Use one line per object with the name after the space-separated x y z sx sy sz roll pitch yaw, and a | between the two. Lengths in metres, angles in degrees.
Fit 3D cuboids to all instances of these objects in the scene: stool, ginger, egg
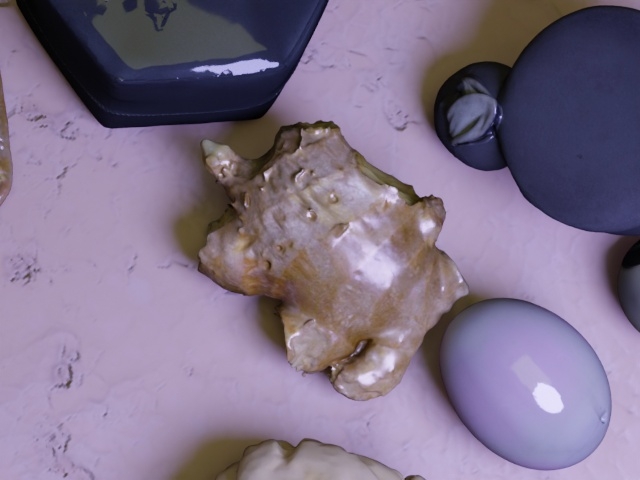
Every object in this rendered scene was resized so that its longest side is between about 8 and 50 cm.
0.202 -0.091 1.197 0.228 0.139 0.153 31 103 29 | stool
-0.099 -0.191 1.175 0.232 0.141 0.232 2 77 -8 | stool
0.000 0.000 1.171 0.216 0.102 0.157 41 101 -4 | ginger
0.143 0.099 1.169 0.135 0.103 0.103 46 75 -2 | egg

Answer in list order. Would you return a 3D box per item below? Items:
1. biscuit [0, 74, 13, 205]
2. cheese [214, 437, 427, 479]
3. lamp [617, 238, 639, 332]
-0.258 -0.085 1.189 0.071 0.018 0.147 -7 78 -10 | biscuit
-0.007 0.250 1.109 0.214 0.117 0.226 17 80 1 | cheese
0.287 0.064 1.219 0.091 0.091 0.163 -44 104 -15 | lamp
